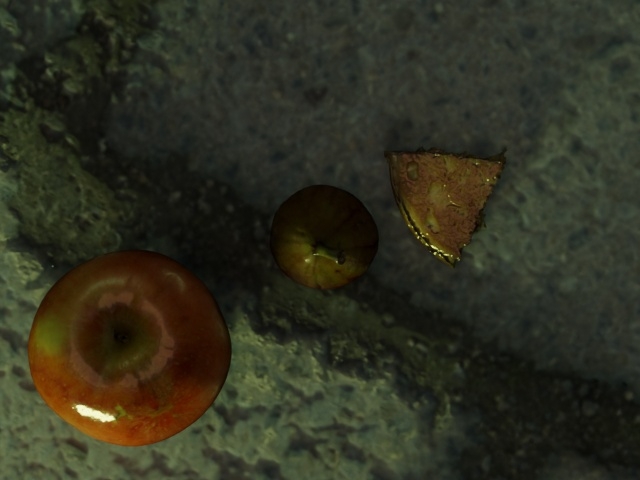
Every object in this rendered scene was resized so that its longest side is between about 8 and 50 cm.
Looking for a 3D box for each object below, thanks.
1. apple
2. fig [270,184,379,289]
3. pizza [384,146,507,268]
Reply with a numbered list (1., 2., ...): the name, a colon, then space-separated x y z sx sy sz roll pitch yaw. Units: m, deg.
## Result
1. apple: -0.153 0.088 1.559 0.163 0.139 0.163 -1 78 4
2. fig: 0.000 0.000 1.538 0.088 0.125 0.089 0 94 4
3. pizza: 0.102 -0.027 1.576 0.100 0.029 0.099 1 99 10
